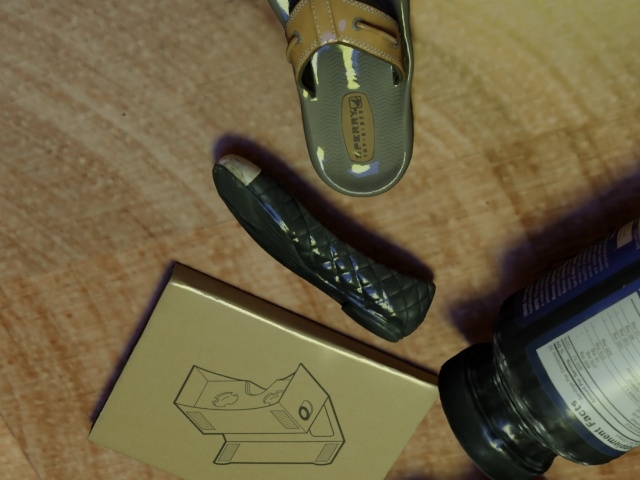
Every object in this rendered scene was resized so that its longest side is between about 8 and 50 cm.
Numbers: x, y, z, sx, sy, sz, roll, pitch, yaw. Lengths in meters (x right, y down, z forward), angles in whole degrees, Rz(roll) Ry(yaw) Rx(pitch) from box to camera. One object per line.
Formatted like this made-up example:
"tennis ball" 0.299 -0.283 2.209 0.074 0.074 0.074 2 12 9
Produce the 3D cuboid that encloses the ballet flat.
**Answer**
"ballet flat" 0.000 0.000 1.067 0.173 0.049 0.057 40 162 -17

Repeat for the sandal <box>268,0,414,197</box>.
"sandal" 0.009 -0.111 0.972 0.090 0.060 0.219 -2 124 9

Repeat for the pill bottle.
"pill bottle" 0.185 0.063 1.030 0.219 0.123 0.123 -34 114 26

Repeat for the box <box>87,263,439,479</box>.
"box" -0.041 0.117 1.157 0.201 0.021 0.164 24 123 -8
